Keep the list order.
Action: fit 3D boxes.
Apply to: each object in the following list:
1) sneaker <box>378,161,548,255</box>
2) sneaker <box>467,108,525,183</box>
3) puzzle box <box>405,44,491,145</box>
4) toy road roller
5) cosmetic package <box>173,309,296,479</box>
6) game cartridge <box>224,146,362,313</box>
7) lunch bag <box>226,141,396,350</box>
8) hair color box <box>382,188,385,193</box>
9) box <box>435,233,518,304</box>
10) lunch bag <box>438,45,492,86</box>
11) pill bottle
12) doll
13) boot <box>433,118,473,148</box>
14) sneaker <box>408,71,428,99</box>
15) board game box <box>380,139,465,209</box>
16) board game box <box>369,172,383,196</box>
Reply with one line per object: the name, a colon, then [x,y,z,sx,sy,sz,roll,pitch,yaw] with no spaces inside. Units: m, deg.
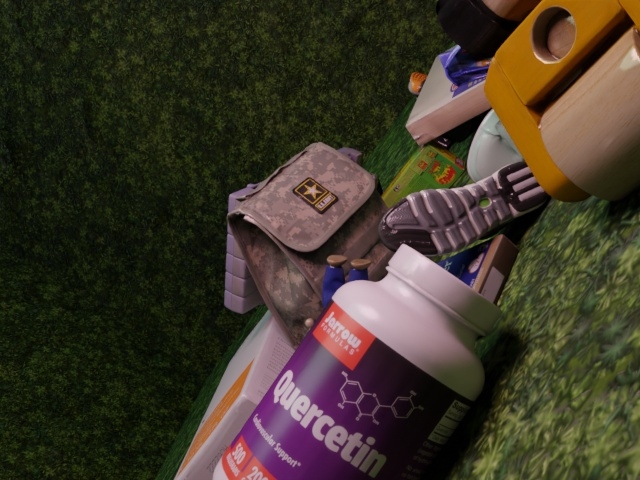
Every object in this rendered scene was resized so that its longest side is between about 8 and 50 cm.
sneaker: [0.176,-0.020,1.061,0.228,0.086,0.132,-17,-15,-11]
sneaker: [0.282,-0.155,1.116,0.256,0.094,0.151,-49,2,30]
puzzle box: [0.327,-0.350,1.657,0.272,0.052,0.409,-26,20,30]
toy road roller: [0.303,-0.215,0.844,0.240,0.330,0.202,-6,-28,-35]
cosmetic package: [-0.087,0.279,1.443,0.230,0.161,0.453,-54,5,18]
game cartridge: [-0.048,-0.025,1.536,0.355,0.068,0.230,-28,-44,-49]
lunch bag: [0.000,0.000,1.370,0.169,0.287,0.235,-14,23,48]
hair color box: [0.051,0.016,2.082,0.347,0.105,0.174,-49,9,51]
box: [0.147,0.083,1.058,0.225,0.036,0.136,-33,22,55]
lunch bag: [0.291,-0.307,1.113,0.293,0.138,0.221,-22,17,27]
pill bottle: [0.044,0.170,0.847,0.323,0.181,0.181,-56,5,1]
doll: [0.041,0.121,1.246,0.046,0.129,0.189,-35,-48,-70]
boot: [0.322,-0.327,1.847,0.229,0.091,0.263,-57,4,-10]
sneaker: [0.281,-0.334,2.016,0.262,0.099,0.121,-2,-65,-59]
board game box: [0.195,-0.107,1.632,0.181,0.092,0.043,-53,7,29]
board game box: [0.106,-0.045,1.761,0.260,0.030,0.136,50,-123,-76]
